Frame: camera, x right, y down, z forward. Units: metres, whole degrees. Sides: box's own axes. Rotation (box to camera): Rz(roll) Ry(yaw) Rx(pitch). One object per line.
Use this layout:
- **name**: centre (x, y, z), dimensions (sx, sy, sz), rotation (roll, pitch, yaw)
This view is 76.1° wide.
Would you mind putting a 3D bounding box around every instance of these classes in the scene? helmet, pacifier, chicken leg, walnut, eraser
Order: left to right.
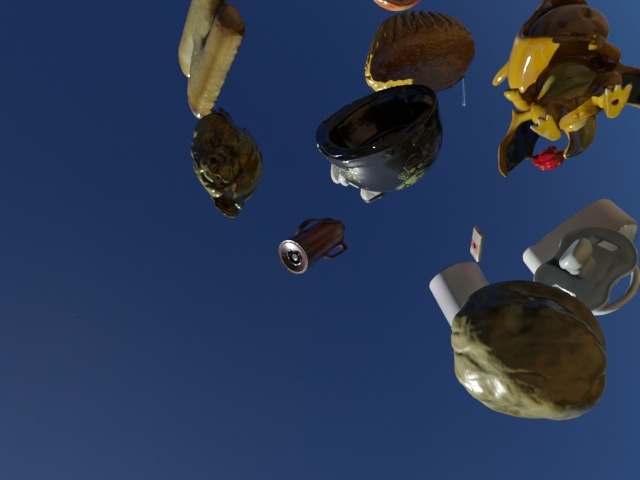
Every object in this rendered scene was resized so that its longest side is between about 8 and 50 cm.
- **chicken leg**: centre (-0.236, -0.233, 1.004), dimensions (0.152, 0.429, 0.201), rotation (-29, -53, -1)
- **helmet**: centre (0.125, -0.190, 0.824), dimensions (0.230, 0.279, 0.160), rotation (-41, -58, -10)
- **walnut**: centre (0.409, 0.217, 0.817), dimensions (0.282, 0.277, 0.253), rotation (51, -129, -56)
- **eraser**: centre (0.873, 0.049, 1.401), dimensions (0.331, 0.331, 0.150), rotation (16, -147, -28)
- **pacifier**: centre (0.710, 0.063, 1.092), dimensions (0.279, 0.227, 0.207), rotation (-50, -52, -2)

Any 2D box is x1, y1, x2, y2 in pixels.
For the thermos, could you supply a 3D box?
- **thermos**: centre (-0.001, 0.003, 1.092), dimensions (0.124, 0.099, 0.232), rotation (40, -140, 16)

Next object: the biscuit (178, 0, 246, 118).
- **biscuit**: centre (-0.268, -0.461, 0.960), dimensions (0.062, 0.290, 0.237), rotation (-4, -113, -36)

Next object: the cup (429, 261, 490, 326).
- **cup**: centre (0.694, 0.300, 1.896), dimensions (0.253, 0.253, 0.372), rotation (4, -131, -31)

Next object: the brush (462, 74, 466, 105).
- **brush**: centre (0.429, -0.482, 1.219), dimensions (0.051, 0.014, 0.164), rotation (-52, -41, -42)

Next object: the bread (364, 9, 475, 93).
- **bread**: centre (0.211, -0.405, 0.891), dimensions (0.240, 0.240, 0.139), rotation (-6, -97, -32)

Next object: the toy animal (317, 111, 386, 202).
- **toy animal**: centre (0.130, -0.301, 1.371), dimensions (0.258, 0.194, 0.357), rotation (-39, -40, 4)

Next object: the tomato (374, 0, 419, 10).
- **tomato**: centre (0.238, -0.817, 1.232), dimensions (0.236, 0.095, 0.237), rotation (-1, -77, -3)

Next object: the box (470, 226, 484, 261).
- **box**: centre (0.417, 0.010, 1.089), dimensions (0.012, 0.046, 0.083), rotation (-8, -54, -2)

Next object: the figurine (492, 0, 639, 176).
- **figurine**: centre (0.577, -0.384, 1.025), dimensions (0.268, 0.401, 0.387), rotation (27, -133, -27)
